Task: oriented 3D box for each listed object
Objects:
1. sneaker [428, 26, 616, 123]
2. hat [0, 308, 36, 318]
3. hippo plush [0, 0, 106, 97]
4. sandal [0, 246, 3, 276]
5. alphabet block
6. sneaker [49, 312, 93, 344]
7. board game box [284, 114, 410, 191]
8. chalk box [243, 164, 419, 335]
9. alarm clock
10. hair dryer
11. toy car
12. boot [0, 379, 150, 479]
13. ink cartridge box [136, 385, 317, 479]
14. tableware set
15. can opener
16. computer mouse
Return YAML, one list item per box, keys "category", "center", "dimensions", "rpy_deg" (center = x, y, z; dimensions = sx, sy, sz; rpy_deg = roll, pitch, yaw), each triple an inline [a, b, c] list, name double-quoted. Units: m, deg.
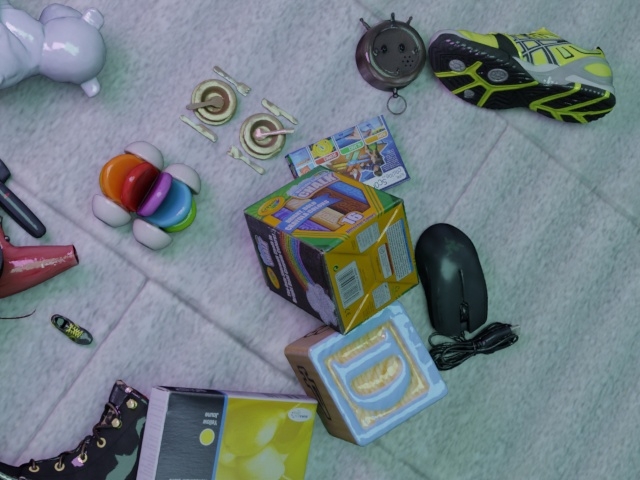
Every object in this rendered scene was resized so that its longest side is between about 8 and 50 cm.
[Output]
- category: "sneaker"
  center: [0.386, -0.341, 1.891]
  dimensions: [0.385, 0.145, 0.147]
  rpy_deg: [14, 61, -15]
- category: "hat"
  center: [-0.635, 0.138, 1.622]
  dimensions: [0.208, 0.183, 0.173]
  rpy_deg: [39, 118, 18]
- category: "hippo plush"
  center: [-0.476, -0.347, 1.593]
  dimensions: [0.237, 0.294, 0.234]
  rpy_deg: [-10, 115, -24]
- category: "sandal"
  center: [-0.633, 0.139, 1.423]
  dimensions: [0.168, 0.107, 0.445]
  rpy_deg: [24, 58, 1]
- category: "alphabet block"
  center: [0.074, 0.227, 1.711]
  dimensions: [0.192, 0.197, 0.193]
  rpy_deg: [-28, 92, -14]
- category: "sneaker"
  center: [-0.429, 0.154, 1.671]
  dimensions: [0.083, 0.035, 0.031]
  rpy_deg: [32, 79, -10]
- category: "board game box"
  center: [0.052, -0.135, 1.821]
  dimensions: [0.201, 0.035, 0.136]
  rpy_deg: [-23, 91, -15]
- category: "chalk box"
  center: [0.000, 0.000, 1.672]
  dimensions: [0.179, 0.289, 0.180]
  rpy_deg: [-32, 127, -25]
- category: "alarm clock"
  center: [0.138, -0.333, 1.850]
  dimensions: [0.129, 0.064, 0.192]
  rpy_deg: [-6, 90, -15]
- category: "hair dryer"
  center: [-0.542, -0.007, 1.607]
  dimensions: [0.294, 0.080, 0.223]
  rpy_deg: [24, 103, -14]
- category: "toy car"
  center: [-0.295, -0.082, 1.675]
  dimensions: [0.182, 0.136, 0.159]
  rpy_deg: [31, 78, -10]
- category: "boot"
  center: [-0.401, 0.357, 1.607]
  dimensions: [0.377, 0.138, 0.284]
  rpy_deg: [37, 79, -12]
- category: "ink cartridge box"
  center: [-0.162, 0.405, 1.630]
  dimensions: [0.304, 0.072, 0.307]
  rpy_deg: [10, 86, -38]
- category: "tableware set"
  center: [-0.147, -0.223, 1.775]
  dimensions: [0.194, 0.039, 0.128]
  rpy_deg: [34, 78, -9]
- category: "can opener"
  center: [-0.535, -0.076, 1.653]
  dimensions: [0.073, 0.059, 0.186]
  rpy_deg: [-42, 95, -15]
- category: "computer mouse"
  center: [0.266, 0.096, 1.836]
  dimensions: [0.189, 0.072, 0.272]
  rpy_deg: [-17, 89, -14]
